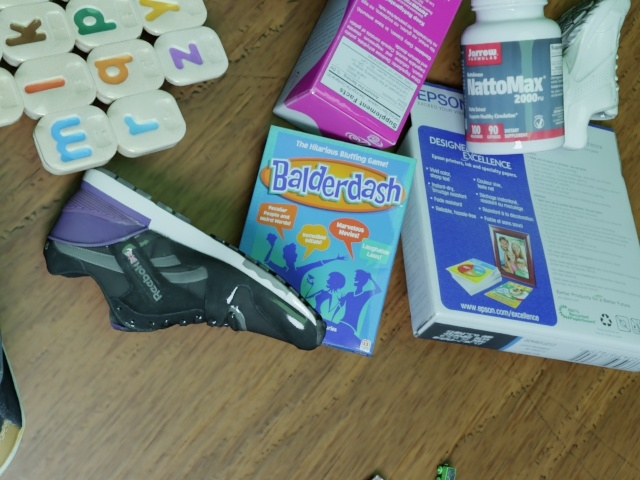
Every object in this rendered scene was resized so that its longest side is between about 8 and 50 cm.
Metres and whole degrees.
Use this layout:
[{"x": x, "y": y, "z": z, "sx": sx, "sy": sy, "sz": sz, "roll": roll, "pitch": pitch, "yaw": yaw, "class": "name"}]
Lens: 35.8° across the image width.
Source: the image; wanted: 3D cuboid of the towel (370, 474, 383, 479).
[{"x": 0.072, "y": 0.374, "z": 1.078, "sx": 0.144, "sy": 0.029, "sz": 0.197, "roll": -43, "pitch": 100, "yaw": -20, "class": "towel"}]

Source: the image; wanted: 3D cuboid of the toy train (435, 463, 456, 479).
[{"x": 0.137, "y": 0.293, "z": 1.111, "sx": 0.017, "sy": 0.024, "sz": 0.083, "roll": 14, "pitch": 80, "yaw": -22, "class": "toy train"}]

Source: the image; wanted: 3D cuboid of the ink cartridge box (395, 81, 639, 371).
[{"x": 0.230, "y": -0.017, "z": 1.131, "sx": 0.304, "sy": 0.072, "sz": 0.307, "roll": 10, "pitch": 55, "yaw": -22, "class": "ink cartridge box"}]

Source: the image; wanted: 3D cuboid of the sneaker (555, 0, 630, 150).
[{"x": 0.320, "y": -0.201, "z": 1.191, "sx": 0.115, "sy": 0.090, "sz": 0.232, "roll": 40, "pitch": 71, "yaw": -18, "class": "sneaker"}]

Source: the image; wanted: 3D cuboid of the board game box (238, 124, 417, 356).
[{"x": 0.000, "y": 0.000, "z": 1.030, "sx": 0.160, "sy": 0.047, "sz": 0.210, "roll": 13, "pitch": 79, "yaw": 3, "class": "board game box"}]

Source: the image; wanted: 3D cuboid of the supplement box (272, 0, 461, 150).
[{"x": 0.055, "y": -0.213, "z": 1.066, "sx": 0.114, "sy": 0.111, "sz": 0.220, "roll": 32, "pitch": 75, "yaw": -19, "class": "supplement box"}]

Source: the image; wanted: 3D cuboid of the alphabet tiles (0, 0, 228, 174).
[{"x": -0.241, "y": -0.205, "z": 0.953, "sx": 0.278, "sy": 0.021, "sz": 0.284, "roll": -19, "pitch": 80, "yaw": -26, "class": "alphabet tiles"}]

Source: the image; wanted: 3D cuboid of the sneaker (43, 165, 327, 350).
[{"x": -0.133, "y": 0.050, "z": 0.948, "sx": 0.283, "sy": 0.107, "sz": 0.124, "roll": 30, "pitch": 83, "yaw": 10, "class": "sneaker"}]

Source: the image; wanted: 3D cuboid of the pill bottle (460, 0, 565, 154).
[{"x": 0.205, "y": -0.187, "z": 1.061, "sx": 0.108, "sy": 0.108, "sz": 0.180, "roll": -10, "pitch": 101, "yaw": -24, "class": "pill bottle"}]

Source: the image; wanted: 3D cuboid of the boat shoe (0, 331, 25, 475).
[{"x": -0.383, "y": -0.028, "z": 0.794, "sx": 0.187, "sy": 0.156, "sz": 0.500, "roll": -24, "pitch": 76, "yaw": -23, "class": "boat shoe"}]
